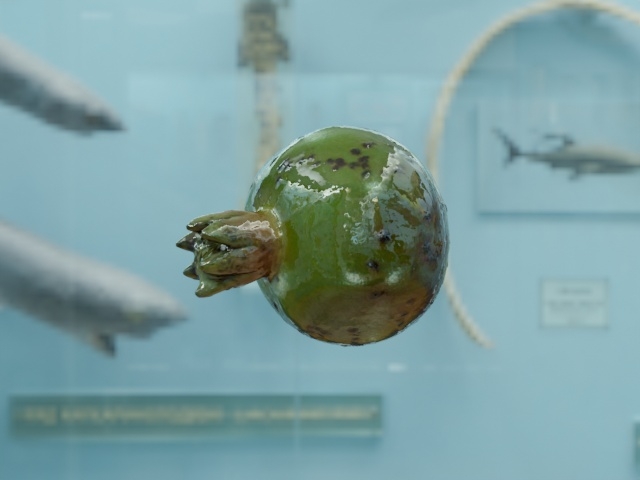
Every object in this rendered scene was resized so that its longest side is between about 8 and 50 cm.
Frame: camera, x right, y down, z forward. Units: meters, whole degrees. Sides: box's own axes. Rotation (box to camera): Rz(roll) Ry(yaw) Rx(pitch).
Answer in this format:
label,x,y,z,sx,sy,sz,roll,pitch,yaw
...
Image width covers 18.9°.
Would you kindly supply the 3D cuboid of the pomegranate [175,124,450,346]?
label,x,y,z,sx,sy,sz,roll,pitch,yaw
pomegranate,0.000,0.000,1.367,0.205,0.159,0.159,-8,4,-28
